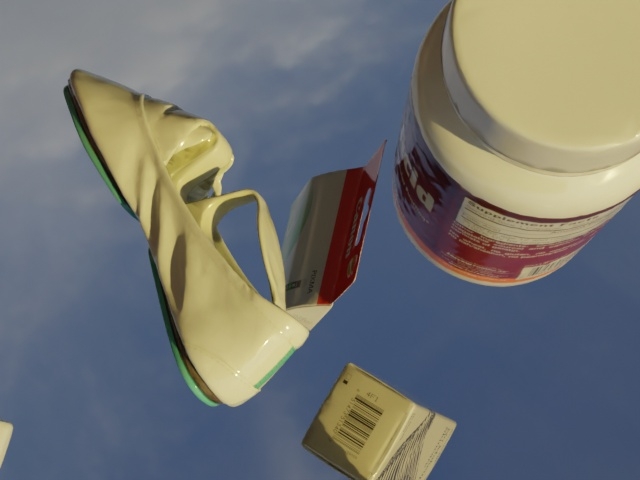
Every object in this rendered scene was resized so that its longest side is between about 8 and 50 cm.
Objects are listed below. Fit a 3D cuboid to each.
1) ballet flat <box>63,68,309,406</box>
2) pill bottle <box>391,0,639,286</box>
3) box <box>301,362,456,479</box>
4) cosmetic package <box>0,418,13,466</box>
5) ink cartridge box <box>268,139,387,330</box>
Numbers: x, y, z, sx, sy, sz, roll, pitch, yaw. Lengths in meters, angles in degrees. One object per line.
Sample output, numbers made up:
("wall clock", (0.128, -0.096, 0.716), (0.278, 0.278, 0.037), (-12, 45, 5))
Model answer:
("ballet flat", (-0.121, -0.032, 1.056), (0.139, 0.139, 0.400), (-29, -118, 1))
("pill bottle", (0.185, -0.104, 0.989), (0.224, 0.392, 0.224), (0, -105, 0))
("box", (0.077, 0.228, 1.307), (0.094, 0.275, 0.113), (29, -92, 21))
("cosmetic package", (-0.252, 0.146, 0.494), (0.151, 0.151, 0.184), (-16, -127, 62))
("ink cartridge box", (0.000, 0.000, 1.257), (0.056, 0.225, 0.181), (17, -116, -9))
